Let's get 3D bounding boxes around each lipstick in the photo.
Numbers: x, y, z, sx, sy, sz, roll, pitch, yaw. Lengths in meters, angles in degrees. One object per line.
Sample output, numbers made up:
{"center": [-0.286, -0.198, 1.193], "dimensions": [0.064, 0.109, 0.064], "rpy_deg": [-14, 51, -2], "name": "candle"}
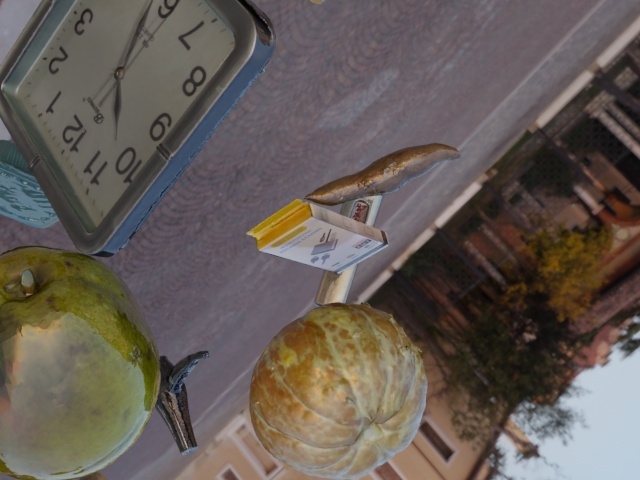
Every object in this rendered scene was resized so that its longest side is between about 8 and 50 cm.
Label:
{"center": [0.053, 0.019, 1.368], "dimensions": [0.077, 0.078, 0.253], "rpy_deg": [105, 5, -81], "name": "lipstick"}

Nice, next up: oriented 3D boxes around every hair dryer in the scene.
{"center": [-0.250, 0.273, 1.244], "dimensions": [0.075, 0.196, 0.219], "rpy_deg": [-7, 149, -40], "name": "hair dryer"}

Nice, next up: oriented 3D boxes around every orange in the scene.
{"center": [0.033, 0.270, 1.181], "dimensions": [0.329, 0.249, 0.330], "rpy_deg": [-11, 119, -21], "name": "orange"}

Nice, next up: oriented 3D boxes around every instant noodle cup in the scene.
{"center": [-0.490, -0.095, 1.091], "dimensions": [0.157, 0.070, 0.179], "rpy_deg": [-18, 146, 39], "name": "instant noodle cup"}

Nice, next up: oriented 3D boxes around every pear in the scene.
{"center": [-0.314, 0.150, 0.783], "dimensions": [0.269, 0.269, 0.321], "rpy_deg": [-34, 150, -35], "name": "pear"}

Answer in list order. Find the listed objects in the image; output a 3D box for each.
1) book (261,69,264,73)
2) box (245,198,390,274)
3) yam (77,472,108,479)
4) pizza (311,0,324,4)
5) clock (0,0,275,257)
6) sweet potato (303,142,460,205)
{"center": [-0.180, -0.360, 1.307], "dimensions": [0.103, 0.135, 0.017], "rpy_deg": [2, -111, 62], "name": "book"}
{"center": [0.000, 0.000, 1.152], "dimensions": [0.129, 0.033, 0.247], "rpy_deg": [-31, 149, 31], "name": "box"}
{"center": [-0.481, 0.479, 1.181], "dimensions": [0.066, 0.066, 0.299], "rpy_deg": [-44, 164, 14], "name": "yam"}
{"center": [0.032, -0.544, 1.219], "dimensions": [0.271, 0.134, 0.056], "rpy_deg": [-57, 144, -8], "name": "pizza"}
{"center": [-0.193, -0.164, 0.648], "dimensions": [0.279, 0.273, 0.049], "rpy_deg": [-47, 153, 18], "name": "clock"}
{"center": [0.101, -0.105, 1.100], "dimensions": [0.273, 0.067, 0.067], "rpy_deg": [-21, 167, -5], "name": "sweet potato"}
